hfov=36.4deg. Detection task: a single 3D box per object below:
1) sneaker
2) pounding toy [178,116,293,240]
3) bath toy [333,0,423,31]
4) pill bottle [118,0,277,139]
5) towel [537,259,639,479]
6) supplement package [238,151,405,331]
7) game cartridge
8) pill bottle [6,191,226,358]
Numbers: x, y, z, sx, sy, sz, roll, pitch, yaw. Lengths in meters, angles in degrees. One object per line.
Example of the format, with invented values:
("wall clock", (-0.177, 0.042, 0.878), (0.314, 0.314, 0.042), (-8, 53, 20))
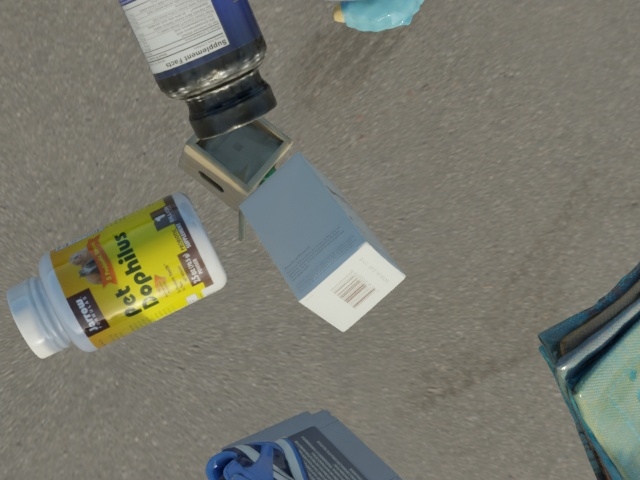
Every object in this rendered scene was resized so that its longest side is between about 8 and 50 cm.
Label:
("sneaker", (-0.031, 0.165, 0.593), (0.059, 0.144, 0.053), (5, 99, -19))
("pounding toy", (-0.117, -0.101, 1.371), (0.141, 0.100, 0.130), (39, 63, 0))
("bath toy", (0.035, -0.295, 0.754), (0.129, 0.348, 0.151), (-4, 77, 15))
("pill bottle", (-0.129, -0.222, 1.000), (0.123, 0.123, 0.219), (-28, 108, -14))
("towel", (0.285, 0.031, 0.537), (0.370, 0.040, 0.271), (-41, 126, -15))
("supplement package", (0.000, 0.000, 1.166), (0.105, 0.179, 0.105), (-42, 140, 8))
("game cartridge", (-0.016, 0.331, 1.295), (0.198, 0.297, 0.062), (-24, 114, -17))
("pill bottle", (-0.218, 0.042, 1.043), (0.215, 0.117, 0.117), (-26, 92, -6))
